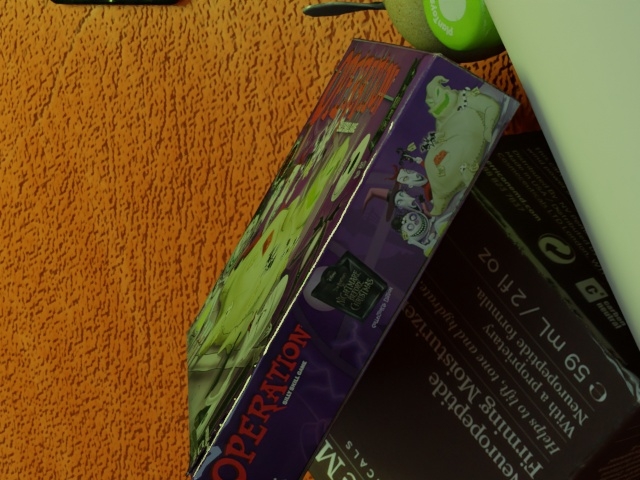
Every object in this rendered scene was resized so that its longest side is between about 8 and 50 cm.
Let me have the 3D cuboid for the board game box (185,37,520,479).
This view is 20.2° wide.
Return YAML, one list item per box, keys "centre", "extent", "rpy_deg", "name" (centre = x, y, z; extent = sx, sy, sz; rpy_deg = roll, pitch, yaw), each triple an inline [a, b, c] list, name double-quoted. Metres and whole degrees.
- centre: [0.000, 0.000, 0.901]
  extent: [0.056, 0.347, 0.208]
  rpy_deg: [33, 93, -8]
  name: "board game box"

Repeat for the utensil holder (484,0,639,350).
- centre: [0.226, -0.123, 0.721]
  extent: [0.327, 0.327, 0.385]
  rpy_deg: [-34, 72, 41]
  name: "utensil holder"

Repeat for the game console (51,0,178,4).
- centre: [-0.170, -0.223, 1.218]
  extent: [0.144, 0.124, 0.085]
  rpy_deg: [6, 76, 41]
  name: "game console"

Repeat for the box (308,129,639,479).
- centre: [0.110, 0.067, 0.961]
  extent: [0.168, 0.167, 0.203]
  rpy_deg: [51, 128, 22]
  name: "box"

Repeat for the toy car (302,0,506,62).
- centre: [0.079, -0.157, 0.970]
  extent: [0.188, 0.155, 0.149]
  rpy_deg: [-15, 89, 55]
  name: "toy car"
